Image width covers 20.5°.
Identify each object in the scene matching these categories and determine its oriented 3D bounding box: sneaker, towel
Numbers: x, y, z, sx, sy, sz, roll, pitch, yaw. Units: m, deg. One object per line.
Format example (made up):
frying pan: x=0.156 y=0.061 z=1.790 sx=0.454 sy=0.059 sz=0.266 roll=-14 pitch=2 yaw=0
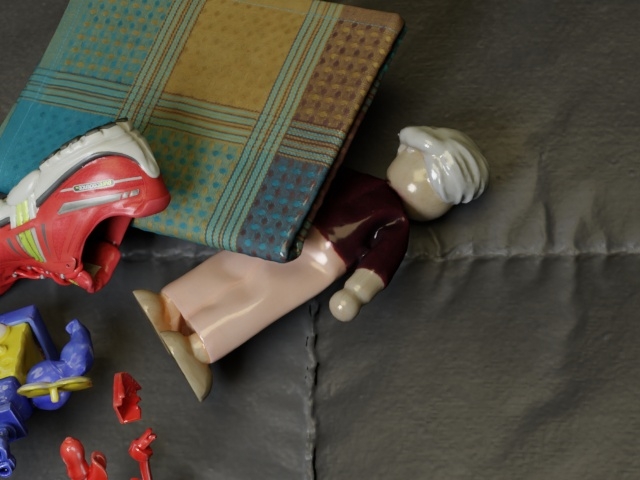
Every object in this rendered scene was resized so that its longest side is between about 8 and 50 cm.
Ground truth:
sneaker: x=-0.245 y=0.005 z=1.601 sx=0.279 sy=0.107 sz=0.118 roll=-37 pitch=84 yaw=32
towel: x=-0.126 y=-0.128 z=1.669 sx=0.370 sy=0.040 sz=0.271 roll=15 pitch=69 yaw=31

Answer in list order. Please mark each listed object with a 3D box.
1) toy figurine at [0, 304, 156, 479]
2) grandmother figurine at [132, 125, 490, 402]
toy figurine: x=-0.316 y=0.163 z=1.603 sx=0.363 sy=0.191 sz=0.217 roll=-18 pitch=35 yaw=9
grandmother figurine: x=0.000 y=0.000 z=1.619 sx=0.342 sy=0.104 sz=0.208 roll=-31 pitch=57 yaw=-8
